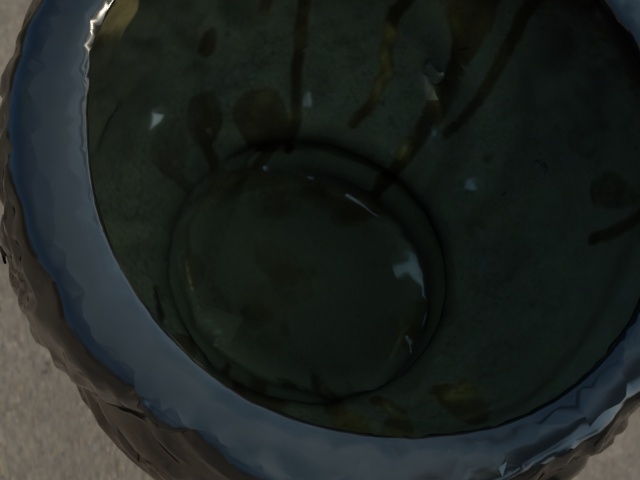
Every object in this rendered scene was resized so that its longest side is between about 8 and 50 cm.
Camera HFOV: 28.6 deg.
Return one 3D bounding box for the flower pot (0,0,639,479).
[{"bbox_3d":[0.000,0.000,0.547,0.266,0.267,0.266,3,73,-11],"label":"flower pot"}]
